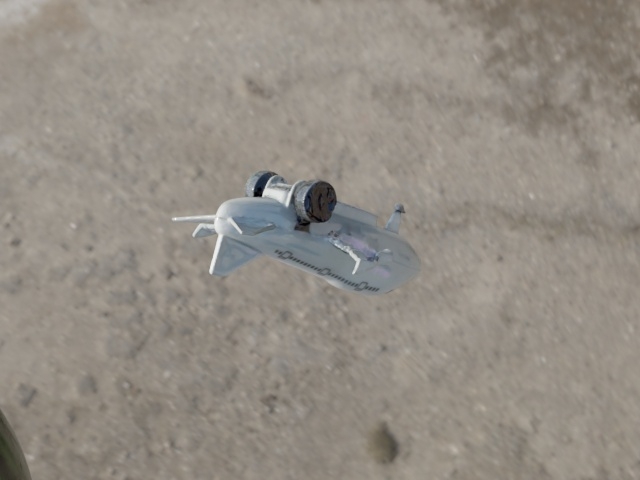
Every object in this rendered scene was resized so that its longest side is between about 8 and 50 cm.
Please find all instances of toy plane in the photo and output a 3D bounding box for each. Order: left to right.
[{"bbox_3d":[0.000,-0.005,1.392,0.251,0.255,0.101,12,93,52],"label":"toy plane"}]

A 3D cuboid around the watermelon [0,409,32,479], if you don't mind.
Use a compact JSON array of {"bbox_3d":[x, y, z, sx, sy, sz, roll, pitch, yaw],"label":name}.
[{"bbox_3d":[-0.209,0.114,0.603,0.188,0.188,0.214,23,115,28],"label":"watermelon"}]
